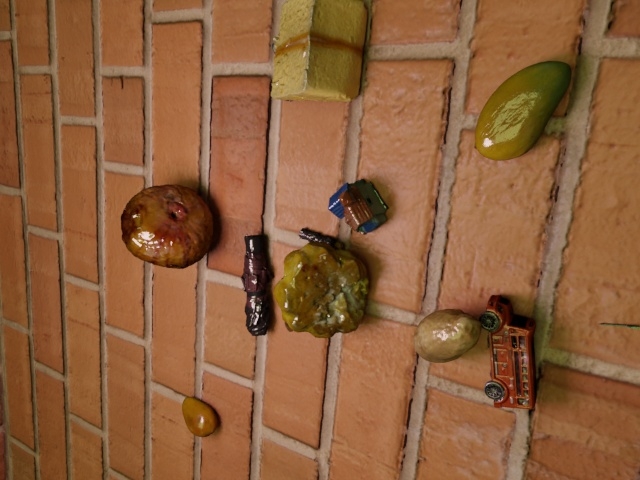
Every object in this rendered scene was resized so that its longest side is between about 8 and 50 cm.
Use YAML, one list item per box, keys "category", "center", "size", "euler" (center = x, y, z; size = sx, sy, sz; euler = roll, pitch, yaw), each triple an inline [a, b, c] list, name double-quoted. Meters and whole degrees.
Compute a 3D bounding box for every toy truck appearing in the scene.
- category: "toy truck"
  center: [0.443, 0.256, 1.102]
  size: [0.114, 0.108, 0.252]
  euler: [-1, 99, 30]

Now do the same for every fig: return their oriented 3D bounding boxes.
- category: "fig"
  center: [-0.503, -0.004, 1.557]
  size: [0.286, 0.286, 0.368]
  euler: [53, 148, 13]

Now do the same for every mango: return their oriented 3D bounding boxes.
- category: "mango"
  center: [0.431, -0.285, 1.031]
  size: [0.137, 0.091, 0.237]
  euler: [30, 106, 17]
- category: "mango"
  center: [-0.436, 0.632, 1.688]
  size: [0.163, 0.090, 0.111]
  euler: [16, 94, 37]

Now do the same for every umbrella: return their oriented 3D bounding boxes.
- category: "umbrella"
  center: [0.000, 0.000, 1.356]
  size: [0.144, 0.037, 0.040]
  euler: [19, 103, 29]
- category: "umbrella"
  center: [-0.204, 0.138, 1.468]
  size: [0.094, 0.090, 0.325]
  euler: [2, 99, 33]

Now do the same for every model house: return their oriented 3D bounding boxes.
- category: "model house"
  center: [0.081, -0.084, 1.231]
  size: [0.120, 0.149, 0.148]
  euler: [-35, 78, 31]

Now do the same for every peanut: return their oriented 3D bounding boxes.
- category: "peanut"
  center: [0.299, 0.225, 1.127]
  size: [0.137, 0.253, 0.122]
  euler: [-9, 70, 0]

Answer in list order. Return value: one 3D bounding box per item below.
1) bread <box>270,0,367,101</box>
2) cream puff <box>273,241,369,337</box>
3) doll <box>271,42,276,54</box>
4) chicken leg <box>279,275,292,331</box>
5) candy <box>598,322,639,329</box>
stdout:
- category: "bread"
  center: [-0.014, -0.498, 1.248]
  size: [0.236, 0.199, 0.263]
  euler: [17, 103, 54]
- category: "cream puff"
  center: [0.003, 0.134, 1.301]
  size: [0.282, 0.185, 0.281]
  euler: [-1, 95, -14]
- category: "doll"
  center: [-0.105, -0.512, 1.337]
  size: [0.037, 0.027, 0.125]
  euler: [-28, 84, 25]
- category: "chicken leg"
  center: [-0.088, 0.186, 1.429]
  size: [0.085, 0.069, 0.197]
  euler: [2, 107, 6]
- category: "candy"
  center: [0.665, 0.184, 1.009]
  size: [0.123, 0.035, 0.035]
  euler: [2, 68, 39]
